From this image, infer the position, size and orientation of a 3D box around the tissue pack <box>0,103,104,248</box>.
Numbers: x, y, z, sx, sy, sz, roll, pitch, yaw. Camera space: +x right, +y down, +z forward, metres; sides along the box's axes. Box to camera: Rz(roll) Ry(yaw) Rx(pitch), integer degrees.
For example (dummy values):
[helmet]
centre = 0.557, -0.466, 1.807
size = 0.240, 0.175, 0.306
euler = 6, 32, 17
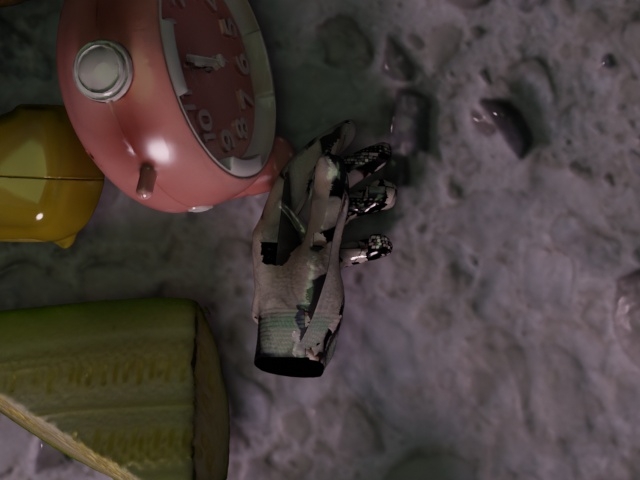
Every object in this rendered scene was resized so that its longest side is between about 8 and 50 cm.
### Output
[tissue pack]
centre = -0.284, -0.059, 1.334
size = 0.178, 0.123, 0.127
euler = 2, 90, 14

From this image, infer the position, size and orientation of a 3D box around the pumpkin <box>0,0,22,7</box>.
[pumpkin]
centre = -0.300, -0.302, 1.307
size = 0.219, 0.162, 0.219
euler = 0, 92, 11

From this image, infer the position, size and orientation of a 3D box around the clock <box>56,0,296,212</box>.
[clock]
centre = -0.135, -0.131, 1.231
size = 0.142, 0.241, 0.227
euler = -13, 91, 19

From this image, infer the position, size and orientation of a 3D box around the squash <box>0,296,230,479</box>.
[squash]
centre = -0.224, 0.165, 1.333
size = 0.289, 0.111, 0.203
euler = -9, 59, 12

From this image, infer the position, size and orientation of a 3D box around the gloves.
[gloves]
centre = -0.007, 0.001, 1.262
size = 0.111, 0.127, 0.212
euler = -4, 71, 28
